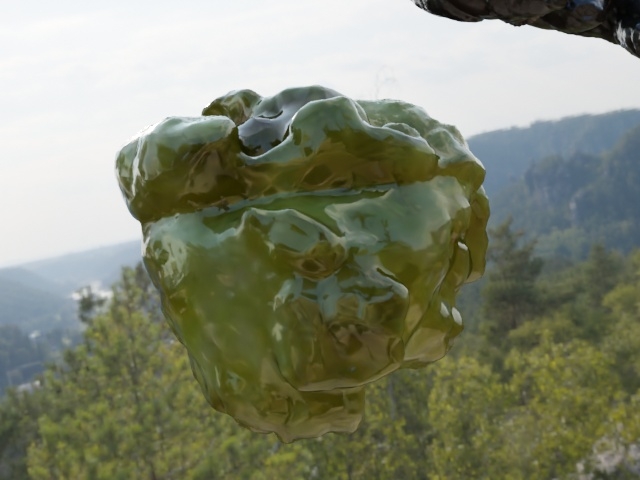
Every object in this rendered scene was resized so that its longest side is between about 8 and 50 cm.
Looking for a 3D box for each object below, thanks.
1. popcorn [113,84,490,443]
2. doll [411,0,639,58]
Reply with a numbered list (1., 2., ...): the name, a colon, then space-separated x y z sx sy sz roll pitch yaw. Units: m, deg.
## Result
1. popcorn: 0.000 0.000 0.614 0.235 0.241 0.250 -7 6 43
2. doll: 0.103 -0.117 0.381 0.139 0.057 0.165 -3 33 -38
